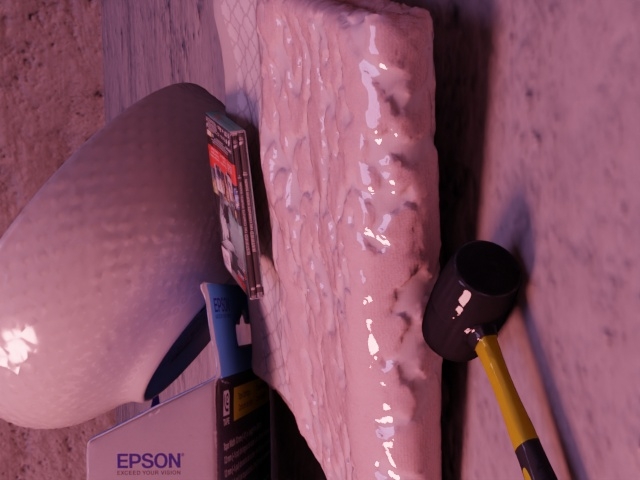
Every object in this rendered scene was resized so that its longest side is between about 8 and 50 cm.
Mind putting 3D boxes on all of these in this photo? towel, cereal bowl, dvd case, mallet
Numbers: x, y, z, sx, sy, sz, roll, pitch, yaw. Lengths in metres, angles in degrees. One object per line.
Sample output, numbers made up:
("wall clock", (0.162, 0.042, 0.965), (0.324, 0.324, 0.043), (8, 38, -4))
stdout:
("towel", (0.000, 0.000, 0.768), (0.317, 0.053, 0.332), (-136, 39, -64))
("cereal bowl", (-0.156, 0.035, 1.045), (0.339, 0.141, 0.339), (-52, -7, -9))
("dvd case", (-0.061, -0.027, 0.850), (0.087, 0.013, 0.119), (-140, 43, -68))
("mallet", (0.091, 0.094, 0.562), (0.062, 0.039, 0.190), (115, 145, -57))

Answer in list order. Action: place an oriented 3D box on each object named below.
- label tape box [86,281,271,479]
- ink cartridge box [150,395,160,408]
("label tape box", (-0.110, 0.211, 1.001), (0.249, 0.115, 0.348), (23, -116, -83))
("ink cartridge box", (-0.165, 0.290, 1.214), (0.208, 0.045, 0.206), (-80, -8, -52))
